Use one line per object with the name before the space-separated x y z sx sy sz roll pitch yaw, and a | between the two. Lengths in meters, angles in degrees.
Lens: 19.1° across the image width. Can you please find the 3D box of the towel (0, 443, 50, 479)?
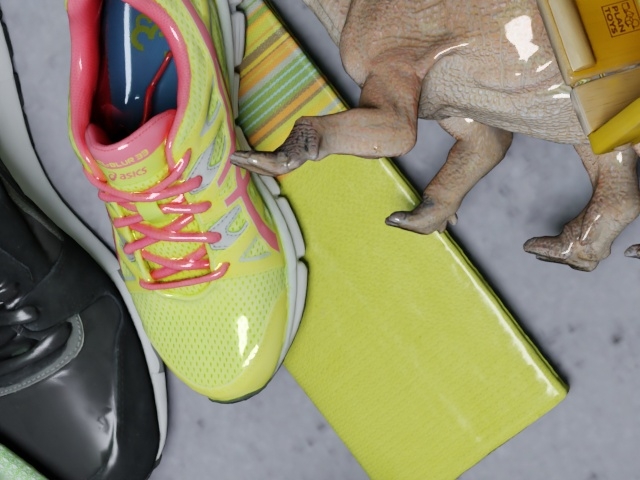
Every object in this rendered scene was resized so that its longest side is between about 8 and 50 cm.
towel | -0.132 0.143 0.861 0.152 0.023 0.113 35 144 10

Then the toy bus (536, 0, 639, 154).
toy bus | 0.171 -0.102 0.645 0.191 0.104 0.202 27 76 -6

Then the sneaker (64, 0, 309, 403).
sneaker | -0.067 -0.027 0.785 0.081 0.094 0.208 -10 100 20

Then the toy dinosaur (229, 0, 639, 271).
toy dinosaur | 0.083 -0.099 0.736 0.295 0.127 0.200 13 86 5

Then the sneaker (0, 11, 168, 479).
sneaker | -0.170 0.000 0.826 0.107 0.124 0.283 -26 91 20

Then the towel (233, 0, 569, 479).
towel | 0.000 0.000 0.830 0.102 0.021 0.237 -39 87 24
